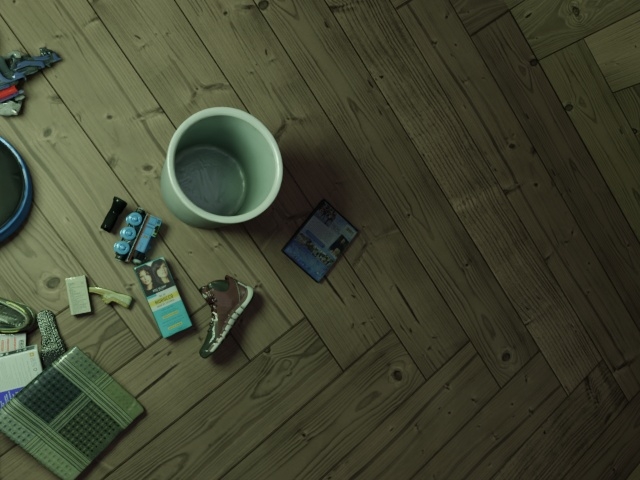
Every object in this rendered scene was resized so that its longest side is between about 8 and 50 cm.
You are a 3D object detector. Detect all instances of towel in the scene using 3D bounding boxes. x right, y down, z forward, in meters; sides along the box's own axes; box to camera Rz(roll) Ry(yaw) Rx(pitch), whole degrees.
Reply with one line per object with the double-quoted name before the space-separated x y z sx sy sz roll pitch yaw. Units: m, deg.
"towel" -0.749 0.523 1.682 0.312 0.056 0.324 -44 115 -19

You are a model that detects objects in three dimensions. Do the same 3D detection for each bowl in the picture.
"bowl" -1.031 -0.158 1.581 0.391 0.077 0.391 7 76 -30

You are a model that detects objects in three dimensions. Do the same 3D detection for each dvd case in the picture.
"dvd case" 0.000 0.000 2.031 0.180 0.022 0.253 42 74 -12

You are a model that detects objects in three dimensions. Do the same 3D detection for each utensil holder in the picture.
"utensil holder" -0.322 -0.200 1.729 0.327 0.385 0.328 1 87 -20

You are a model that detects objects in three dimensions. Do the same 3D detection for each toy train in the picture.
"toy train" -0.584 -0.010 1.785 0.105 0.080 0.184 25 78 -24

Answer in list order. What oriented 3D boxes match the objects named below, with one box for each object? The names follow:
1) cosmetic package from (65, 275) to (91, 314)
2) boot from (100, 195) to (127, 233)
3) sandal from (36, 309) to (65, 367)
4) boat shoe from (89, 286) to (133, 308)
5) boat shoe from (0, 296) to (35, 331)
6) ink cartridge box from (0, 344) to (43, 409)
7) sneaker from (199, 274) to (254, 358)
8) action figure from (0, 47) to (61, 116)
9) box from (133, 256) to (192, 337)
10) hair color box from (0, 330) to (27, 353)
"cosmetic package" -0.748 0.168 1.730 0.060 0.041 0.115 -8 90 -20
"boot" -0.648 -0.079 1.744 0.045 0.121 0.099 30 71 -14
"sandal" -0.820 0.300 1.702 0.067 0.040 0.179 -11 76 -26
"boat shoe" -0.662 0.180 1.757 0.135 0.050 0.045 19 75 -19
"boat shoe" -0.988 0.195 1.611 0.304 0.091 0.109 18 81 -19
"ink cartridge box" -0.913 0.427 1.626 0.208 0.045 0.206 -12 106 -23
"sneaker" -0.356 0.237 1.852 0.162 0.106 0.281 37 66 -9
"action figure" -0.971 -0.526 1.658 0.341 0.178 0.330 -36 108 -46
"box" -0.509 0.182 1.809 0.100 0.060 0.244 -24 95 -20
"hair color box" -0.943 0.308 1.648 0.141 0.043 0.072 1 87 -20
